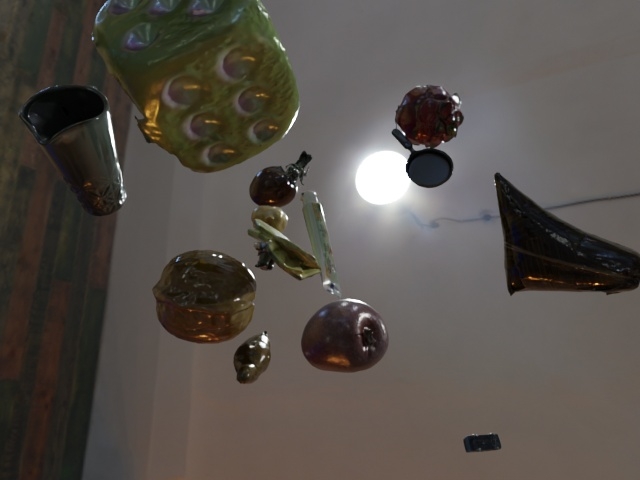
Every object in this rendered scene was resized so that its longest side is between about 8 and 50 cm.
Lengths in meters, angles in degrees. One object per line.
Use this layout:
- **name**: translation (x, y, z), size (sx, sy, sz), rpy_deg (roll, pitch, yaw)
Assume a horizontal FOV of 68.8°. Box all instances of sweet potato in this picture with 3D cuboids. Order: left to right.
- **sweet potato**: translation (-0.140, 0.245, 0.938), size (0.075, 0.269, 0.075), rpy_deg (0, -85, 0)

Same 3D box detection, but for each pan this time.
- **pan**: translation (0.284, -0.243, 1.359), size (0.136, 0.028, 0.235), rpy_deg (-32, -114, -8)

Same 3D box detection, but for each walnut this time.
- **walnut**: translation (-0.242, 0.117, 0.977), size (0.213, 0.213, 0.213), rpy_deg (-8, -110, 24)

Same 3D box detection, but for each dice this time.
- **dice**: translation (-0.199, -0.286, 0.783), size (0.254, 0.252, 0.250), rpy_deg (-30, -122, -3)

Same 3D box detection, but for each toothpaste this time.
- **toothpaste**: translation (0.000, 0.000, 1.175), size (0.058, 0.056, 0.314), rpy_deg (-2, -127, -15)

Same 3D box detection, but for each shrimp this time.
- **shrimp**: translation (-0.072, -0.217, 1.496), size (0.082, 0.174, 0.076), rpy_deg (30, -51, -1)

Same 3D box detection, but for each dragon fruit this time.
- **dragon fruit**: translation (0.328, -0.390, 1.457), size (0.192, 0.193, 0.274), rpy_deg (-61, -145, 16)

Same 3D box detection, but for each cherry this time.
- **cherry**: translation (0.068, 0.301, 1.443), size (0.307, 0.261, 0.221), rpy_deg (-34, -129, 39)

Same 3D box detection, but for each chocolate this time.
- **chocolate**: translation (-0.176, -0.186, 1.705), size (0.177, 0.177, 0.176), rpy_deg (-8, -110, 24)

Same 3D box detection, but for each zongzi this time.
- **zongzi**: translation (0.343, -0.014, 0.645), size (0.187, 0.084, 0.184), rpy_deg (-2, -72, 37)

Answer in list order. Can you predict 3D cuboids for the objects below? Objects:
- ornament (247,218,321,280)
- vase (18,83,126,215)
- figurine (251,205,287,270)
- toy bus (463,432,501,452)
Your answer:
- **ornament**: translation (-0.063, 0.029, 1.030), size (0.059, 0.180, 0.201), rpy_deg (-55, -145, 2)
- **vase**: translation (-0.507, -0.192, 1.018), size (0.156, 0.301, 0.251), rpy_deg (4, -126, -4)
- **figurine**: translation (-0.161, -0.009, 1.402), size (0.108, 0.114, 0.196), rpy_deg (1, -103, 29)
- **toy bus**: translation (0.402, 0.506, 1.164), size (0.083, 0.046, 0.038), rpy_deg (-1, -124, -9)
